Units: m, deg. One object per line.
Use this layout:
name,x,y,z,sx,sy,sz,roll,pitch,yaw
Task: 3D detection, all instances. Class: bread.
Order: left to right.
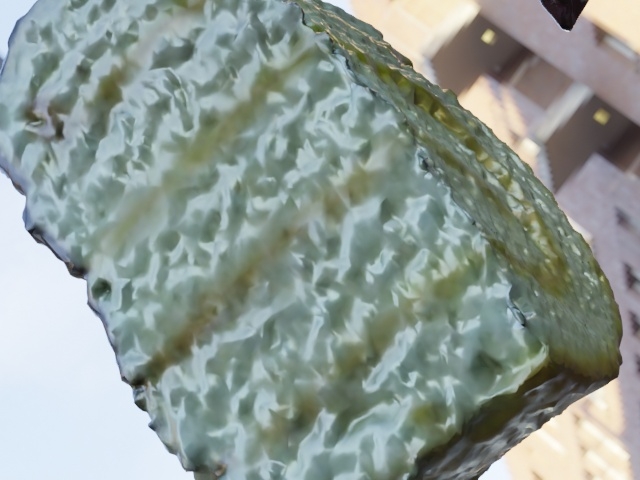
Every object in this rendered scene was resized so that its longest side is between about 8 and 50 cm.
bread,-0.003,-0.006,1.074,0.239,0.395,0.264,-43,-20,18

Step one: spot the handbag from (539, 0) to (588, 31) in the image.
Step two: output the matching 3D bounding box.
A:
handbag,0.151,-0.290,1.096,0.213,0.127,0.235,-75,-21,-48
